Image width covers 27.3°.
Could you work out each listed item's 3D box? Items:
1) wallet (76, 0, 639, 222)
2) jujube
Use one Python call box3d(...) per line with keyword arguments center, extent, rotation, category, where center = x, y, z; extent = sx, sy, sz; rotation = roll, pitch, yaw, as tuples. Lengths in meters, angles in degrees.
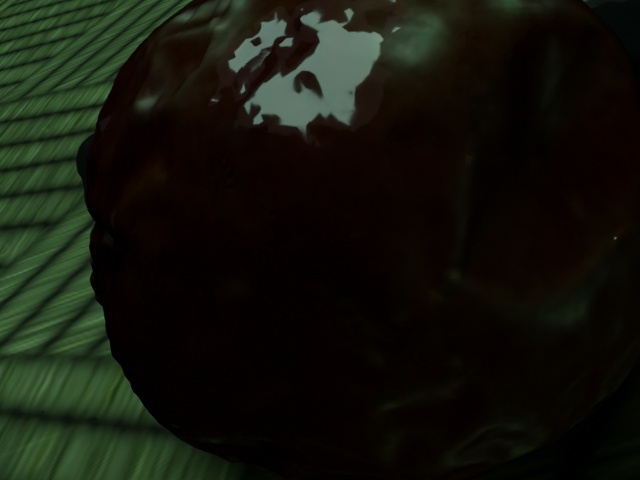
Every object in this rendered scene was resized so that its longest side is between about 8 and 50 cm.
box3d(center=(0.114, -0.087, 0.541), extent=(0.406, 0.062, 0.228), rotation=(-12, 10, 31), category="wallet")
box3d(center=(0.000, 0.000, 0.419), extent=(0.168, 0.168, 0.236), rotation=(-43, 10, -28), category="jujube")
